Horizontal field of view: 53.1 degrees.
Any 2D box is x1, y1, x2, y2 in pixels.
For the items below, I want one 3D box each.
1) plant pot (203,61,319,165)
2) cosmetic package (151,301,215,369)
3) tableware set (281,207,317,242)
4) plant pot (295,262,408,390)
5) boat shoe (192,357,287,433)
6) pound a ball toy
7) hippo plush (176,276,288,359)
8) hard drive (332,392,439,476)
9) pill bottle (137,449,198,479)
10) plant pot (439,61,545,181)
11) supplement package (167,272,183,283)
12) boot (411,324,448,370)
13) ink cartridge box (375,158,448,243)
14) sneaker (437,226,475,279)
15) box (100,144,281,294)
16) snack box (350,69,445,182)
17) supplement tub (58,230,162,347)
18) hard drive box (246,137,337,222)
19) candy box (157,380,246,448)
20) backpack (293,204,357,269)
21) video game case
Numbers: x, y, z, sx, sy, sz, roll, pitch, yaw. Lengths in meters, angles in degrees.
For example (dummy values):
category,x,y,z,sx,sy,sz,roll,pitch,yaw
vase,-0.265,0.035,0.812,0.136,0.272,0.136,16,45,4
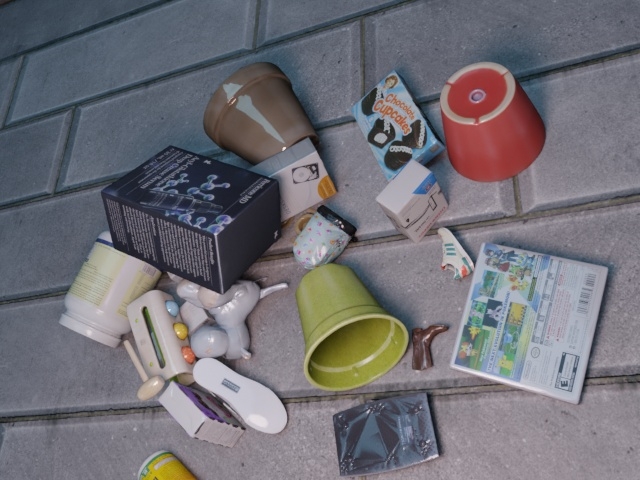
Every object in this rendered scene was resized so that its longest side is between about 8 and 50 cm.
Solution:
category,x,y,z,sx,sy,sz,roll,pitch,yaw
plant pot,-0.161,-0.355,2.044,0.323,0.323,0.280,-44,72,1
cosmetic package,-0.443,0.288,1.983,0.239,0.060,0.099,-41,60,4
tableware set,-0.086,-0.063,1.991,0.194,0.039,0.128,19,75,33
plant pot,0.052,0.204,1.672,0.276,0.276,0.254,-34,44,8
boat shoe,-0.219,0.433,1.776,0.301,0.102,0.108,28,72,13
pound a ball toy,-0.452,0.294,1.830,0.136,0.208,0.319,-32,63,9
hippo plush,-0.288,0.224,1.873,0.234,0.294,0.236,11,97,50
hard drive,0.162,0.483,1.581,0.255,0.054,0.172,-19,58,18
pill bottle,-0.391,0.673,1.729,0.208,0.117,0.117,31,82,34
plant pot,0.447,-0.328,1.728,0.275,0.243,0.275,-11,62,22
supplement package,-0.398,0.019,2.042,0.203,0.149,0.194,-44,54,2
boot,0.280,0.276,1.634,0.106,0.037,0.114,-18,55,34
ink cartridge box,0.253,-0.102,1.739,0.148,0.203,0.086,-49,56,-2
sneaker,0.343,0.036,1.711,0.075,0.057,0.161,-33,58,2
box,-0.353,-0.070,1.797,0.395,0.212,0.293,20,42,22
snack box,0.227,-0.341,1.934,0.187,0.060,0.322,-39,53,23
supplement tub,-0.669,0.157,2.060,0.235,0.235,0.325,16,74,32
hard drive box,-0.092,-0.173,1.937,0.232,0.181,0.089,-28,43,2
candy box,-0.320,0.475,1.743,0.165,0.196,0.070,33,84,35
backpack,0.000,0.000,1.864,0.152,0.115,0.182,36,91,23
video game case,0.494,0.188,1.531,0.300,0.036,0.329,13,78,24
